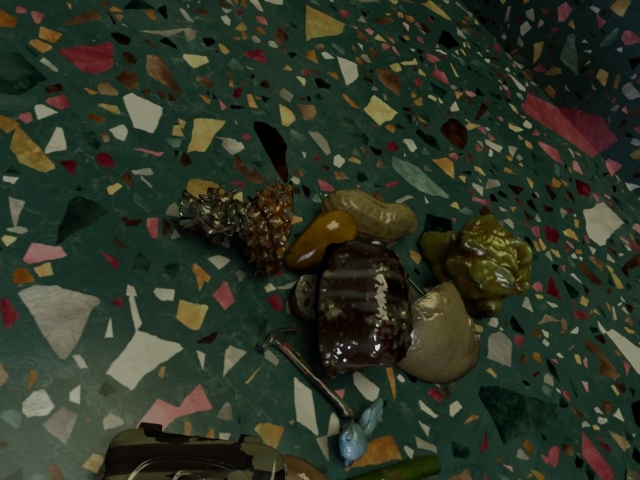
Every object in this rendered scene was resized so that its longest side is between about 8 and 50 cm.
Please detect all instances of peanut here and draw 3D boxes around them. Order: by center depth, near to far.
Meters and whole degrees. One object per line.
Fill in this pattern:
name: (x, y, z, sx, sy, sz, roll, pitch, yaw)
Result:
peanut: (-0.035, 0.523, 1.228, 0.152, 0.076, 0.076, 38, 49, 5)
peanut: (0.149, -0.070, 1.682, 0.324, 0.140, 0.153, 8, 40, -28)

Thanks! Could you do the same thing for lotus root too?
lotus root: (-0.024, 0.154, 1.470, 0.122, 0.081, 0.113, 8, 59, -27)

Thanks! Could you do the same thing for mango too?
mango: (0.000, 0.000, 1.525, 0.227, 0.147, 0.109, -32, 61, -11)

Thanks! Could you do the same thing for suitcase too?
suitcase: (-0.243, 0.526, 1.011, 0.351, 0.194, 0.339, 8, 54, -4)

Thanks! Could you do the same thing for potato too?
potato: (0.309, 0.277, 1.504, 0.189, 0.211, 0.264, -33, 84, -41)

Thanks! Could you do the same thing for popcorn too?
popcorn: (0.484, 0.051, 1.705, 0.321, 0.290, 0.326, 39, 68, -5)

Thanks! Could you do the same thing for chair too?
chair: (0.203, 0.092, 1.641, 0.222, 0.104, 0.095, 51, 24, 2)

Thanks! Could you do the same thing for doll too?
doll: (0.092, 0.444, 1.349, 0.075, 0.120, 0.180, 8, 33, 25)

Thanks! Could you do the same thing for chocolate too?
chocolate: (0.123, 0.164, 1.391, 0.225, 0.210, 0.341, 28, 61, -58)

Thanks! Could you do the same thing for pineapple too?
pineapple: (-0.220, -0.049, 1.418, 0.271, 0.262, 0.263, 10, 55, -11)

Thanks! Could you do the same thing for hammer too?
hammer: (-0.024, 0.328, 1.388, 0.288, 0.033, 0.111, 47, 50, 4)

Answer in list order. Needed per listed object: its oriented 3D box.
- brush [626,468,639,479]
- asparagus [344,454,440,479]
brush: (0.897, 0.803, 1.606, 0.060, 0.050, 0.321, 34, 48, -2)
asparagus: (0.166, 0.558, 1.329, 0.277, 0.067, 0.060, 0, 33, -34)
